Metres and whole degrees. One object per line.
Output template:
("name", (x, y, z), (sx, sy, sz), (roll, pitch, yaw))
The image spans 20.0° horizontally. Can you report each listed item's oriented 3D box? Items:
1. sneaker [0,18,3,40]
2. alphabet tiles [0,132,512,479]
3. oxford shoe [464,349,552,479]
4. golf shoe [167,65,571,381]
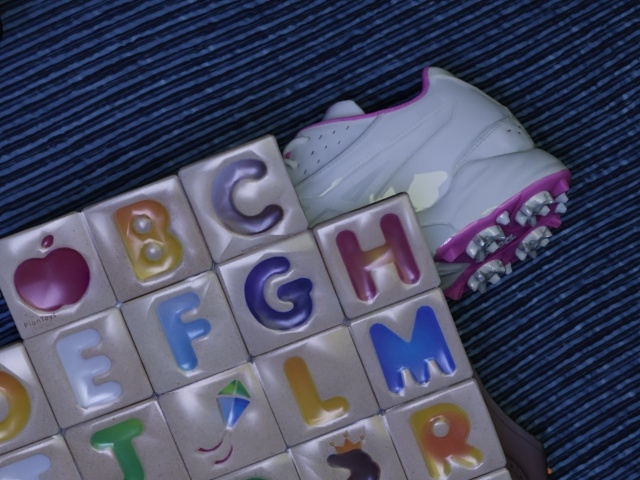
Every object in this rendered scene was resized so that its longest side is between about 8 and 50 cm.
("sneaker", (-0.275, -0.027, 0.921), (0.147, 0.130, 0.330), (36, 70, -10))
("alphabet tiles", (-0.046, 0.127, 1.027), (0.285, 0.011, 0.342), (-20, 104, 2))
("oxford shoe", (0.122, 0.177, 1.121), (0.098, 0.097, 0.271), (-36, 97, -29))
("golf shoe", (0.000, 0.000, 1.109), (0.306, 0.115, 0.140), (-27, 68, -18))
